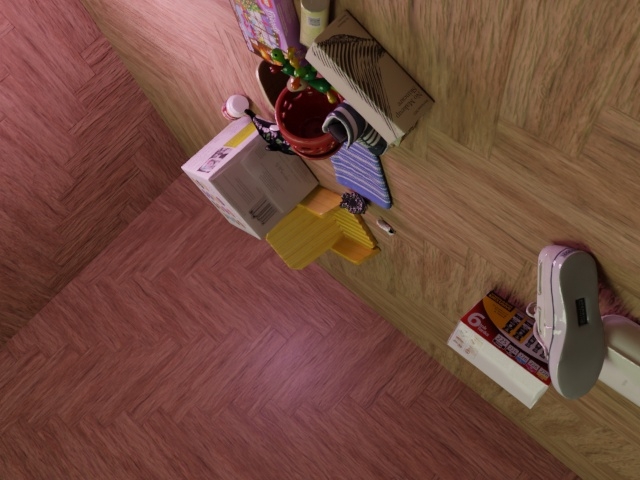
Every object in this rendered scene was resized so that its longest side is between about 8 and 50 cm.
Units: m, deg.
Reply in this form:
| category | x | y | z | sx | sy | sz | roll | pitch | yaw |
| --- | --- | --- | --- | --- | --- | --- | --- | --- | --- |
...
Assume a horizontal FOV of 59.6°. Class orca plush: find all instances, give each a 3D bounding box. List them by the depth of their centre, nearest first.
| category | x | y | z | sx | sy | sz | roll | pitch | yaw |
| --- | --- | --- | --- | --- | --- | --- | --- | --- | --- |
| orca plush | -0.165 | -0.368 | 1.974 | 0.287 | 0.102 | 0.151 | 39 | 149 | 6 |

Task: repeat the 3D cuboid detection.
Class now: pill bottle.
| category | x | y | z | sx | sy | sz | roll | pitch | yaw |
| --- | --- | --- | --- | --- | --- | --- | --- | --- | --- |
| pill bottle | -0.322 | -0.507 | 2.128 | 0.086 | 0.086 | 0.152 | 46 | 168 | -17 |

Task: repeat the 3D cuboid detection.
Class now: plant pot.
| category | x | y | z | sx | sy | sz | roll | pitch | yaw |
| --- | --- | --- | --- | --- | --- | --- | --- | --- | --- |
| plant pot | -0.020 | -0.323 | 1.532 | 0.191 | 0.191 | 0.174 | 41 | 173 | 11 |

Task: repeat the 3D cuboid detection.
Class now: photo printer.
| category | x | y | z | sx | sy | sz | roll | pitch | yaw |
| --- | --- | --- | --- | --- | --- | --- | --- | --- | --- |
| photo printer | 0.775 | 0.311 | 1.343 | 0.307 | 0.107 | 0.256 | 36 | 166 | 29 |

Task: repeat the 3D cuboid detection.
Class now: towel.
| category | x | y | z | sx | sy | sz | roll | pitch | yaw |
| --- | --- | --- | --- | --- | --- | --- | --- | --- | --- |
| towel | 0.106 | -0.239 | 1.780 | 0.243 | 0.040 | 0.336 | 35 | 166 | 31 |

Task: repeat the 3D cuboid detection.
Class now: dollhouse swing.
| category | x | y | z | sx | sy | sz | roll | pitch | yaw |
| --- | --- | --- | --- | --- | --- | --- | --- | --- | --- |
| dollhouse swing | 0.000 | 0.000 | 2.338 | 0.315 | 0.305 | 0.347 | 31 | 162 | 47 |

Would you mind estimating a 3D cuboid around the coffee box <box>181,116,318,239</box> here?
| category | x | y | z | sx | sy | sz | roll | pitch | yaw |
| --- | --- | --- | --- | --- | --- | --- | --- | --- | --- |
| coffee box | -0.288 | -0.263 | 2.262 | 0.337 | 0.338 | 0.334 | 52 | 165 | -31 |

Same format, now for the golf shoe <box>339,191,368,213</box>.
| category | x | y | z | sx | sy | sz | roll | pitch | yaw |
| --- | --- | --- | --- | --- | --- | --- | --- | --- | --- |
| golf shoe | 0.138 | -0.130 | 1.988 | 0.094 | 0.077 | 0.198 | 14 | -171 | -17 |

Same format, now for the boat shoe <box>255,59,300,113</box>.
| category | x | y | z | sx | sy | sz | roll | pitch | yaw |
| --- | --- | --- | --- | --- | --- | --- | --- | --- | --- |
| boat shoe | -0.113 | -0.424 | 1.691 | 0.098 | 0.109 | 0.302 | 30 | 168 | 45 |

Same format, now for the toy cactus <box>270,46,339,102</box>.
| category | x | y | z | sx | sy | sz | roll | pitch | yaw |
| --- | --- | --- | --- | --- | --- | --- | --- | --- | --- |
| toy cactus | -0.033 | -0.396 | 1.378 | 0.219 | 0.112 | 0.180 | 10 | 175 | -24 |

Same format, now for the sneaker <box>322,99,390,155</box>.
| category | x | y | z | sx | sy | sz | roll | pitch | yaw |
| --- | --- | --- | --- | --- | --- | --- | --- | --- | --- |
| sneaker | 0.095 | -0.271 | 1.413 | 0.099 | 0.153 | 0.282 | 38 | 168 | 24 |

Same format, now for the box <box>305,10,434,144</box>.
| category | x | y | z | sx | sy | sz | roll | pitch | yaw |
| --- | --- | --- | --- | --- | --- | --- | --- | --- | --- |
| box | 0.105 | -0.349 | 1.213 | 0.275 | 0.113 | 0.094 | 43 | 167 | -6 |

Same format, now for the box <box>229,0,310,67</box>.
| category | x | y | z | sx | sy | sz | roll | pitch | yaw |
| --- | --- | --- | --- | --- | --- | --- | --- | --- | --- |
| box | -0.139 | -0.558 | 1.405 | 0.201 | 0.057 | 0.293 | 37 | 167 | 24 |

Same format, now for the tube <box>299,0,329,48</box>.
| category | x | y | z | sx | sy | sz | roll | pitch | yaw |
| --- | --- | --- | --- | --- | --- | --- | --- | --- | --- |
| tube | -0.013 | -0.484 | 1.268 | 0.240 | 0.062 | 0.070 | 94 | 161 | -82 |

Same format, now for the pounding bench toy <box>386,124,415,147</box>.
| category | x | y | z | sx | sy | sz | roll | pitch | yaw |
| --- | --- | --- | --- | --- | --- | --- | --- | --- | --- |
| pounding bench toy | 0.188 | -0.266 | 1.340 | 0.052 | 0.065 | 0.083 | 40 | 168 | 9 |

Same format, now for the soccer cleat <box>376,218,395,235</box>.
| category | x | y | z | sx | sy | sz | roll | pitch | yaw |
| --- | --- | --- | --- | --- | --- | --- | --- | --- | --- |
| soccer cleat | 0.240 | -0.049 | 2.047 | 0.083 | 0.029 | 0.035 | 43 | 160 | -18 |

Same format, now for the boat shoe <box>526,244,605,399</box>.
| category | x | y | z | sx | sy | sz | roll | pitch | yaw |
| --- | --- | --- | --- | --- | --- | --- | --- | --- | --- |
| boat shoe | 0.557 | 0.183 | 1.316 | 0.156 | 0.136 | 0.367 | -136 | 32 | -72 |

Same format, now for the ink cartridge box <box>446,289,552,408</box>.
| category | x | y | z | sx | sy | sz | roll | pitch | yaw |
| --- | --- | --- | --- | --- | --- | --- | --- | --- | --- |
| ink cartridge box | 0.607 | 0.314 | 1.748 | 0.309 | 0.272 | 0.130 | 37 | 136 | 24 |
